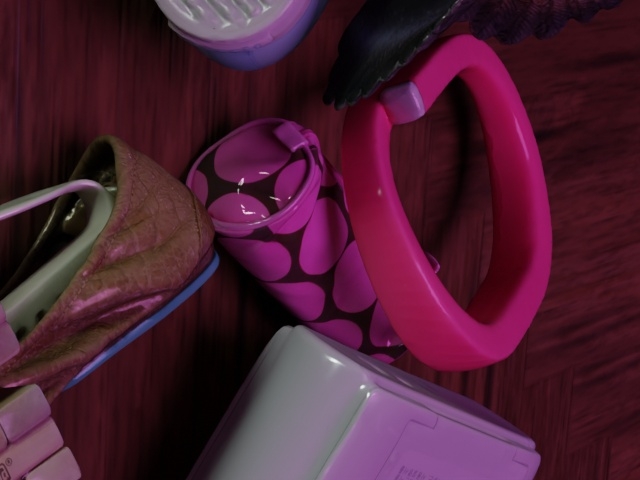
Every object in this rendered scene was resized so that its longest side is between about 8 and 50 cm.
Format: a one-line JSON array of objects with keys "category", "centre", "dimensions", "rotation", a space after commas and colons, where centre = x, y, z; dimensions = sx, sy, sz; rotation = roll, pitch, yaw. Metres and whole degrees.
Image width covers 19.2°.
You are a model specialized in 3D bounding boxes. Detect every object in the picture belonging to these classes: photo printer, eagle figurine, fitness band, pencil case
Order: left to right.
[{"category": "photo printer", "centre": [-0.009, 0.226, 1.256], "dimensions": [0.256, 0.107, 0.307], "rotation": [26, 96, -52]}, {"category": "pencil case", "centre": [0.000, 0.000, 1.248], "dimensions": [0.098, 0.095, 0.209], "rotation": [-36, 142, 6]}, {"category": "fitness band", "centre": [0.096, -0.030, 1.302], "dimensions": [0.209, 0.054, 0.291], "rotation": [68, 26, -13]}, {"category": "eagle figurine", "centre": [0.119, -0.225, 1.095], "dimensions": [0.226, 0.225, 0.298], "rotation": [0, 110, -9]}]

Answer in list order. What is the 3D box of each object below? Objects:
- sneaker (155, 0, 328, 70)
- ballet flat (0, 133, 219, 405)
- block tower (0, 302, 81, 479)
[{"category": "sneaker", "centre": [-0.029, -0.276, 1.117], "dimensions": [0.150, 0.135, 0.365], "rotation": [64, 40, -80]}, {"category": "ballet flat", "centre": [-0.185, 0.061, 1.020], "dimensions": [0.342, 0.116, 0.124], "rotation": [-48, 116, -33]}, {"category": "block tower", "centre": [-0.229, -0.015, 0.848], "dimensions": [0.091, 0.097, 0.335], "rotation": [-36, 108, -42]}]
